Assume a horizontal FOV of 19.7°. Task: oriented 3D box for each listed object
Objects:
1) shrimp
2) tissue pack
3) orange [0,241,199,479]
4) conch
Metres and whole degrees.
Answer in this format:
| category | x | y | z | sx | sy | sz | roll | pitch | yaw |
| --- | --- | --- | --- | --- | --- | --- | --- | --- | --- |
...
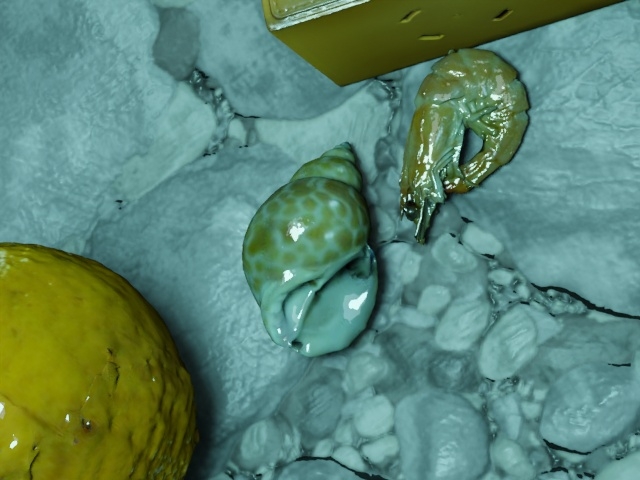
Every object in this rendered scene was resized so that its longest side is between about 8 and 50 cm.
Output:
| category | x | y | z | sx | sy | sz | roll | pitch | yaw |
| --- | --- | --- | --- | --- | --- | --- | --- | --- | --- |
| shrimp | 0.118 | -0.079 | 1.595 | 0.099 | 0.041 | 0.180 | 20 | 88 | 5 |
| tissue pack | 0.098 | -0.251 | 1.537 | 0.275 | 0.194 | 0.145 | -16 | 78 | 15 |
| orange | -0.273 | 0.162 | 1.528 | 0.293 | 0.340 | 0.340 | 31 | 93 | 20 |
| conch | -0.011 | 0.011 | 1.589 | 0.116 | 0.106 | 0.173 | -8 | 99 | -5 |
